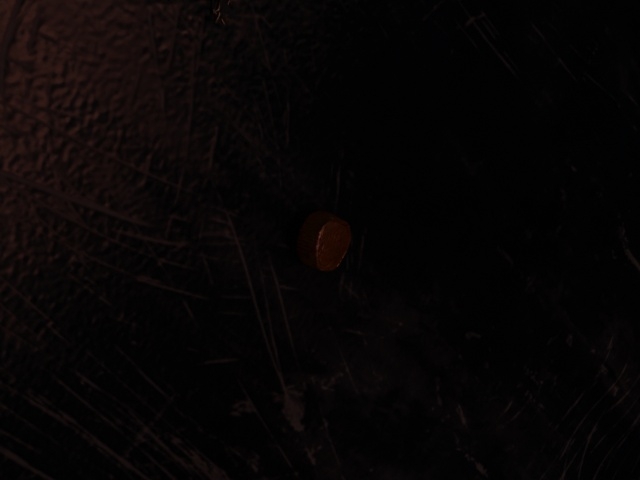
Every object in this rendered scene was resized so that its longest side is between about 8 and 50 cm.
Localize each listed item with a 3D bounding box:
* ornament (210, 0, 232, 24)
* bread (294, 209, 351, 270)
[{"bbox_3d":[-0.151,-0.301,0.970,0.073,0.028,0.125,-50,125,-16],"label":"ornament"},{"bbox_3d":[0.000,0.000,1.153,0.085,0.053,0.085,-22,120,-43],"label":"bread"}]
